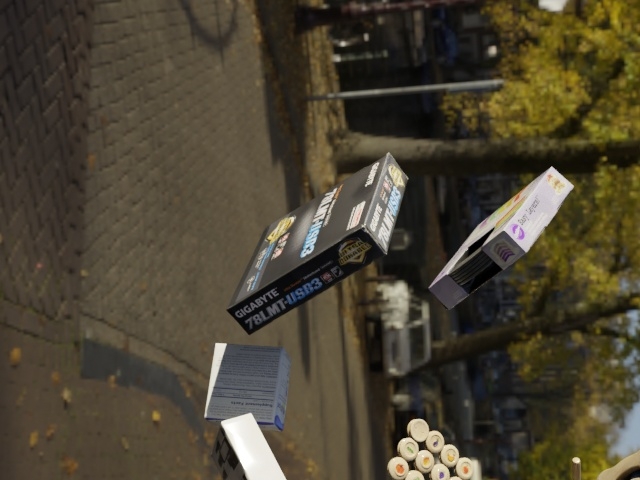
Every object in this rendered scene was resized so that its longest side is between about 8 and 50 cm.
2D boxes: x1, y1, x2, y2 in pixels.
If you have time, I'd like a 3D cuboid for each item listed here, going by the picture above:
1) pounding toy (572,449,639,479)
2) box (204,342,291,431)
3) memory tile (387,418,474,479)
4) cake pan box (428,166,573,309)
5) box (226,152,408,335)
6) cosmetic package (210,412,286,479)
[{"bbox_3d":[0.507,0.448,1.597,0.269,0.154,0.154,-52,-155,43],"label":"pounding toy"},{"bbox_3d":[-0.125,0.257,1.653,0.072,0.126,0.137,68,27,-65],"label":"box"},{"bbox_3d":[0.183,0.373,1.545,0.148,0.012,0.113,41,61,-14],"label":"memory tile"},{"bbox_3d":[0.349,-0.001,1.845,0.267,0.070,0.246,-45,179,-42],"label":"cake pan box"},{"bbox_3d":[0.000,0.000,1.622,0.073,0.293,0.295,50,27,-16],"label":"box"},{"bbox_3d":[-0.093,0.396,1.464,0.239,0.060,0.099,56,-35,34],"label":"cosmetic package"}]
